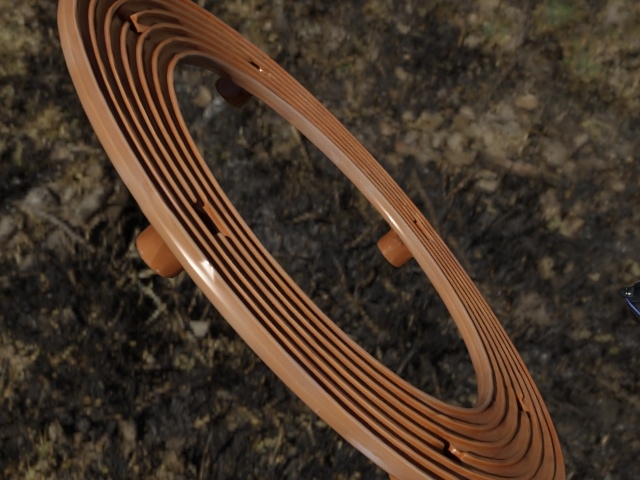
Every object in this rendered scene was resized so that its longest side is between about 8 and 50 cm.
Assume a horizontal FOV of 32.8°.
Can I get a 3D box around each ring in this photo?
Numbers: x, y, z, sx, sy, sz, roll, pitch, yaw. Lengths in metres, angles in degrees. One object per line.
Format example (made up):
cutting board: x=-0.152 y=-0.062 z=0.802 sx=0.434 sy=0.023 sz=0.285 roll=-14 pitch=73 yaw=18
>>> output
ring: x=0.000 y=0.000 z=0.534 sx=0.032 sy=0.337 sz=0.336 roll=-40 pitch=57 yaw=16

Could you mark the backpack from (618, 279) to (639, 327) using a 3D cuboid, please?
backpack: x=0.383 y=0.068 z=1.106 sx=0.114 sy=0.084 sz=0.105 roll=-35 pitch=56 yaw=2
